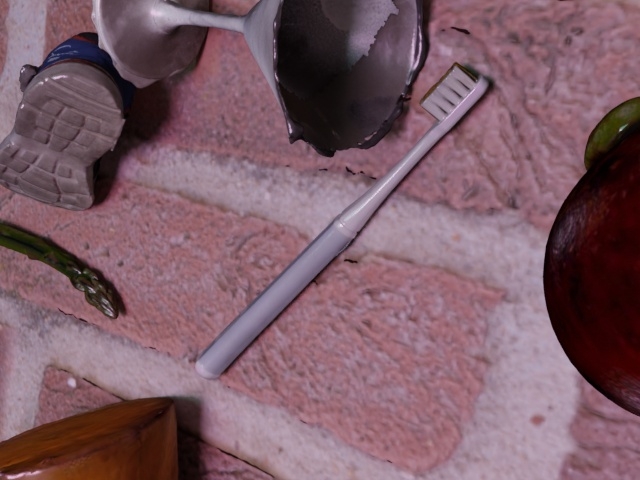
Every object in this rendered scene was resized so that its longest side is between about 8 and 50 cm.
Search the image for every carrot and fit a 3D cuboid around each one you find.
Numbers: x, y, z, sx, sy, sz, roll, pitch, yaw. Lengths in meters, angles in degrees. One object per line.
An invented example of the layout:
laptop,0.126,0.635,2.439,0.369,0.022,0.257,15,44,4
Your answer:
carrot,-0.189,0.281,0.627,0.196,0.196,0.254,-11,93,35

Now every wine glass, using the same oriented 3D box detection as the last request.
wine glass,-0.058,-0.157,0.541,0.232,0.156,0.156,21,103,38

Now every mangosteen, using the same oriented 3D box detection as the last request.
mangosteen,0.195,-0.005,0.360,0.199,0.200,0.200,1,92,35

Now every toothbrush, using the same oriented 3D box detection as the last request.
toothbrush,0.002,0.002,0.567,0.030,0.025,0.342,37,117,-9

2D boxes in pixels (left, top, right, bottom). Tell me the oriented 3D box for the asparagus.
asparagus,-0.281,0.021,0.765,0.236,0.027,0.034,24,84,31

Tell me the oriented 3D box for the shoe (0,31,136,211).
shoe,-0.234,-0.119,0.685,0.227,0.099,0.126,-37,41,50
